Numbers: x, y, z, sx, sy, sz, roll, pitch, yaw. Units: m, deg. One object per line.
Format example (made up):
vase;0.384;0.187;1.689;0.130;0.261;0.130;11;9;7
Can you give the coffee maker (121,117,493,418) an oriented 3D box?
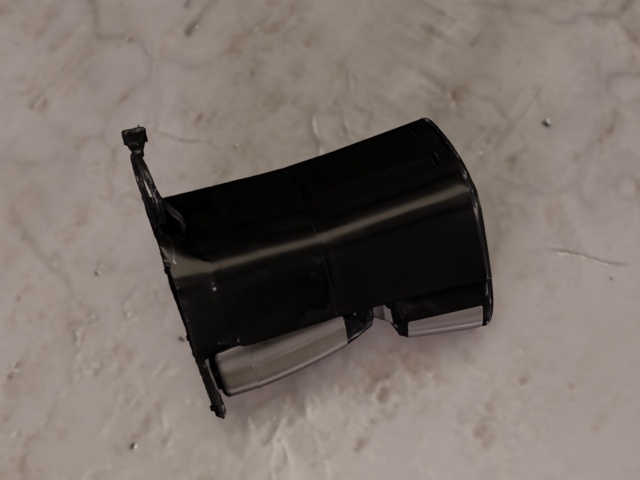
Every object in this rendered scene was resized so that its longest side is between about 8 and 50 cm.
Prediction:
coffee maker;0.000;0.000;0.908;0.178;0.171;0.120;-19;54;-6
